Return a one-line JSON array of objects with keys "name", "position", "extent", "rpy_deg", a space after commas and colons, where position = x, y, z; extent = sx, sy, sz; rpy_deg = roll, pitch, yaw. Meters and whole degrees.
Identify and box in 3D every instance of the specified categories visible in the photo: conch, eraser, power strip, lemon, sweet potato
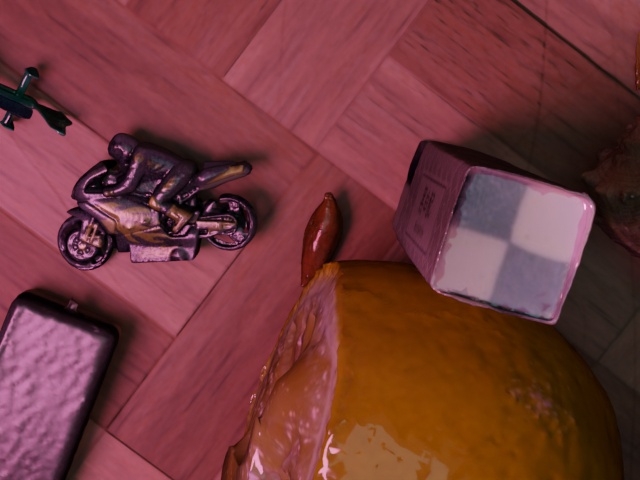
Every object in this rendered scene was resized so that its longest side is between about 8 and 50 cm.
[{"name": "conch", "position": [0.334, -0.034, 1.307], "extent": [0.178, 0.163, 0.245], "rpy_deg": [-12, 126, 16]}, {"name": "eraser", "position": [0.125, -0.020, 1.174], "extent": [0.096, 0.404, 0.098], "rpy_deg": [17, 95, -4]}, {"name": "power strip", "position": [-0.272, 0.171, 1.358], "extent": [0.105, 0.070, 0.256], "rpy_deg": [22, 96, -5]}, {"name": "lemon", "position": [0.100, 0.198, 1.233], "extent": [0.364, 0.364, 0.364], "rpy_deg": [0, 95, -1]}, {"name": "sweet potato", "position": [0.000, 0.000, 1.363], "extent": [0.034, 0.034, 0.095], "rpy_deg": [18, 106, -2]}]

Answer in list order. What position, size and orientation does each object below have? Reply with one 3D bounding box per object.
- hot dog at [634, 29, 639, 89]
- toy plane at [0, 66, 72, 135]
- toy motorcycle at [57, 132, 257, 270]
[{"name": "hot dog", "position": [0.349, -0.202, 1.331], "extent": [0.078, 0.061, 0.169], "rpy_deg": [40, 94, -2]}, {"name": "toy plane", "position": [-0.331, -0.156, 1.316], "extent": [0.235, 0.096, 0.060], "rpy_deg": [24, 98, -21]}, {"name": "toy motorcycle", "position": [-0.155, -0.040, 1.342], "extent": [0.194, 0.061, 0.124], "rpy_deg": [-8, 102, 8]}]
